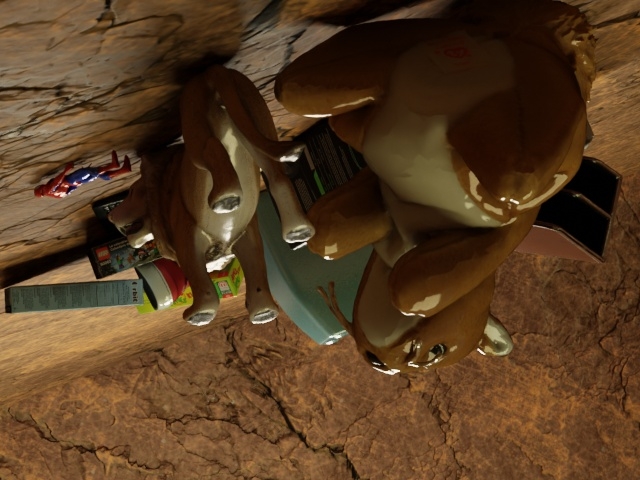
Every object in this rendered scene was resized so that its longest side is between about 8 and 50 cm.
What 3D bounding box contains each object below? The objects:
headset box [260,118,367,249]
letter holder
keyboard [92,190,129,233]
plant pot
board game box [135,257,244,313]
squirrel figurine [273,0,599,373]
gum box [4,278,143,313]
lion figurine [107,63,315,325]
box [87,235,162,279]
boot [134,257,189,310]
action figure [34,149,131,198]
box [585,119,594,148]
[{"bbox_3d":[0.092,-0.106,1.559,0.246,0.131,0.283,-16,171,-39],"label":"headset box"},{"bbox_3d":[0.303,-0.077,1.887,0.302,0.152,0.214,9,171,37],"label":"letter holder"},{"bbox_3d":[-0.240,-0.031,1.516,0.100,0.038,0.192,-21,174,-6],"label":"keyboard"},{"bbox_3d":[0.029,0.028,1.884,0.248,0.252,0.247,-21,172,-11],"label":"plant pot"},{"bbox_3d":[-0.222,0.068,1.954,0.181,0.043,0.092,-11,-149,17],"label":"board game box"},{"bbox_3d":[0.153,-0.050,1.212,0.281,0.370,0.397,19,-136,25],"label":"squirrel figurine"},{"bbox_3d":[-0.364,0.082,1.684,0.184,0.041,0.157,-2,177,-18],"label":"gum box"},{"bbox_3d":[-0.103,-0.067,1.147,0.142,0.240,0.392,-3,151,-24],"label":"lion figurine"},{"bbox_3d":[-0.242,0.007,1.611,0.159,0.044,0.233,-20,-178,-13],"label":"box"},{"bbox_3d":[-0.203,0.033,1.821,0.176,0.088,0.244,-22,-170,-7],"label":"boot"},{"bbox_3d":[-0.258,-0.068,1.225,0.115,0.030,0.038,-21,168,20],"label":"action figure"},{"bbox_3d":[0.395,-0.192,1.930,0.087,0.102,0.101,-24,171,2],"label":"box"}]
